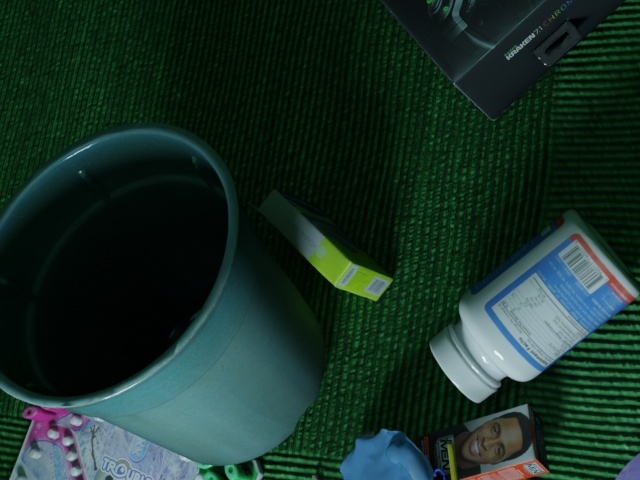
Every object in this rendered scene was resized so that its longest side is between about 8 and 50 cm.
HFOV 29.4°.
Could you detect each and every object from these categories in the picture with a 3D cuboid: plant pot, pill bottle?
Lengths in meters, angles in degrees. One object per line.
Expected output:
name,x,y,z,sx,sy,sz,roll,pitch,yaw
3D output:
plant pot,-0.173,0.095,1.437,0.341,0.334,0.341,-13,56,20
pill bottle,0.233,0.078,1.359,0.221,0.124,0.124,-40,59,14

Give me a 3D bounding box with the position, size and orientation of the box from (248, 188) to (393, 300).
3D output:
box,0.000,0.000,1.526,0.178,0.109,0.042,44,102,32

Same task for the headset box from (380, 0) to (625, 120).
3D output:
headset box,0.210,-0.326,1.494,0.246,0.131,0.283,-43,59,11

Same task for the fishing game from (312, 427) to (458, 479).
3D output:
fishing game,0.078,0.306,1.388,0.264,0.041,0.189,-31,60,48

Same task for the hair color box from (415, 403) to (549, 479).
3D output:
hair color box,0.181,0.241,1.376,0.141,0.043,0.072,-21,49,22

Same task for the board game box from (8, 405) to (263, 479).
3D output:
board game box,-0.301,0.410,1.607,0.390,0.050,0.390,17,84,33

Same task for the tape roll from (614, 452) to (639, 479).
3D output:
tape roll,0.386,0.294,1.228,0.189,0.080,0.189,-9,71,28
